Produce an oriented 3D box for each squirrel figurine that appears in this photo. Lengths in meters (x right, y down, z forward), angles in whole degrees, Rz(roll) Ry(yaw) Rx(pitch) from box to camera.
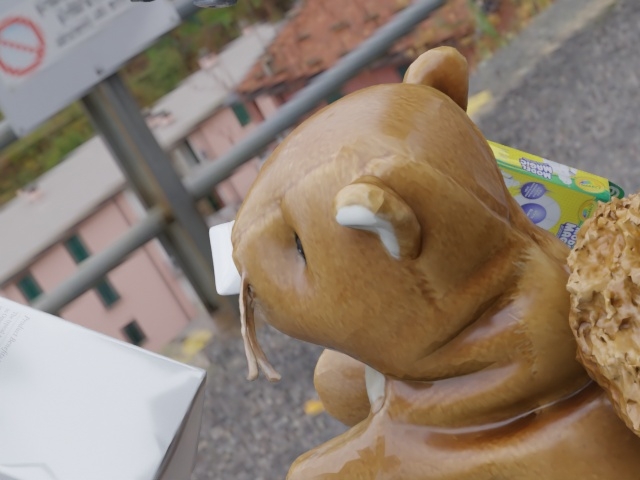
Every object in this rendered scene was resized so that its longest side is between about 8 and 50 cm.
[{"bbox_3d":[0.143,0.062,0.887,0.397,0.370,0.281,-14,22,34],"label":"squirrel figurine"}]

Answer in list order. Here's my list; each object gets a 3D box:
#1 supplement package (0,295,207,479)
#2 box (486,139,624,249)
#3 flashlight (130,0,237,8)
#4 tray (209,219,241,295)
[{"bbox_3d":[-0.166,0.108,0.833,0.179,0.105,0.105,20,49,7],"label":"supplement package"},{"bbox_3d":[0.248,-0.042,1.723,0.043,0.179,0.105,-88,19,-44],"label":"box"},{"bbox_3d":[-0.138,-0.264,1.416,0.103,0.103,0.304,-63,23,-7],"label":"flashlight"},{"bbox_3d":[0.000,0.000,1.873,0.270,0.030,0.145,-7,35,-5],"label":"tray"}]
